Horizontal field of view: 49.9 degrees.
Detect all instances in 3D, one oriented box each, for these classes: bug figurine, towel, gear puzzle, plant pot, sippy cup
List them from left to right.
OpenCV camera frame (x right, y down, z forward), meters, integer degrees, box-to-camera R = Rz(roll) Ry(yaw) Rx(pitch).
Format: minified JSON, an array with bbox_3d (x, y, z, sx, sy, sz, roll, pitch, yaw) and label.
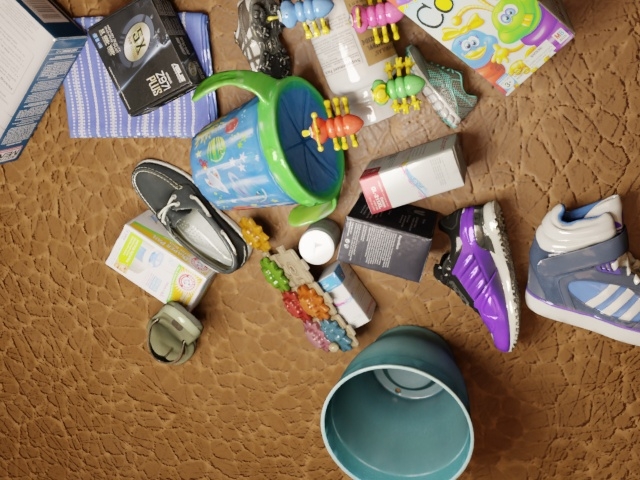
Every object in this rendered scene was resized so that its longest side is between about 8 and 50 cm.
[{"bbox_3d":[-0.365,-0.319,1.358,0.336,0.040,0.243,2,109,14],"label":"towel"},{"bbox_3d":[-0.108,-0.157,1.262,0.224,0.240,0.305,-13,97,29],"label":"sippy cup"},{"bbox_3d":[-0.060,0.093,1.375,0.338,0.044,0.175,55,153,-9],"label":"gear puzzle"},{"bbox_3d":[0.047,-0.286,1.100,0.217,0.072,0.278,-14,105,9],"label":"bug figurine"},{"bbox_3d":[0.160,0.299,1.330,0.272,0.255,0.271,4,110,12],"label":"plant pot"}]

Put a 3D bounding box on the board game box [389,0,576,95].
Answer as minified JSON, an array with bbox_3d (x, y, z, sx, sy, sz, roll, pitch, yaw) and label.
[{"bbox_3d":[0.236,-0.381,1.064,0.275,0.144,0.142,32,128,-21],"label":"board game box"}]

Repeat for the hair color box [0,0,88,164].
[{"bbox_3d":[-0.629,-0.328,1.372,0.174,0.105,0.347,45,117,2],"label":"hair color box"}]

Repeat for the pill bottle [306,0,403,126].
[{"bbox_3d":[0.064,-0.321,1.195,0.131,0.131,0.229,-18,105,20],"label":"pill bottle"}]

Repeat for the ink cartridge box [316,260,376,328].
[{"bbox_3d":[0.053,0.107,1.378,0.052,0.088,0.122,-34,98,23],"label":"ink cartridge box"}]

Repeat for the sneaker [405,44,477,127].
[{"bbox_3d":[0.214,-0.283,1.218,0.076,0.065,0.166,-37,101,7],"label":"sneaker"}]

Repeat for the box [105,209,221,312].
[{"bbox_3d":[-0.323,0.046,1.445,0.203,0.103,0.114,34,115,0],"label":"box"}]

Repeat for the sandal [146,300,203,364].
[{"bbox_3d":[-0.325,0.209,1.453,0.120,0.086,0.303,33,152,-1],"label":"sandal"}]

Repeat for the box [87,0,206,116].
[{"bbox_3d":[-0.320,-0.343,1.281,0.148,0.077,0.180,-21,100,20],"label":"box"}]

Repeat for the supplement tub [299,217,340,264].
[{"bbox_3d":[0.000,0.000,1.339,0.071,0.107,0.070,2,104,9],"label":"supplement tub"}]

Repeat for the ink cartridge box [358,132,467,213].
[{"bbox_3d":[0.170,-0.121,1.242,0.175,0.127,0.072,-17,106,20],"label":"ink cartridge box"}]

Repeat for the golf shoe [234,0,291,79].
[{"bbox_3d":[-0.110,-0.352,1.270,0.094,0.077,0.198,31,135,39],"label":"golf shoe"}]

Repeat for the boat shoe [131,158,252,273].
[{"bbox_3d":[-0.271,-0.050,1.403,0.303,0.091,0.114,36,114,-1],"label":"boat shoe"}]

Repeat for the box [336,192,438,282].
[{"bbox_3d":[0.128,-0.009,1.279,0.158,0.156,0.093,15,113,9],"label":"box"}]

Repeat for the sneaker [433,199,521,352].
[{"bbox_3d":[0.293,0.074,1.305,0.146,0.102,0.293,-9,102,22],"label":"sneaker"}]

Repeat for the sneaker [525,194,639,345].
[{"bbox_3d":[0.534,0.043,1.206,0.323,0.130,0.236,13,117,16],"label":"sneaker"}]

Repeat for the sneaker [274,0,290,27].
[{"bbox_3d":[-0.084,-0.437,1.247,0.044,0.040,0.109,-15,102,36],"label":"sneaker"}]
